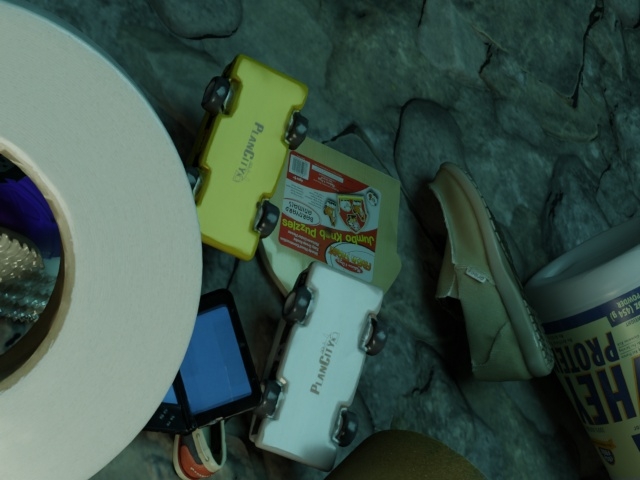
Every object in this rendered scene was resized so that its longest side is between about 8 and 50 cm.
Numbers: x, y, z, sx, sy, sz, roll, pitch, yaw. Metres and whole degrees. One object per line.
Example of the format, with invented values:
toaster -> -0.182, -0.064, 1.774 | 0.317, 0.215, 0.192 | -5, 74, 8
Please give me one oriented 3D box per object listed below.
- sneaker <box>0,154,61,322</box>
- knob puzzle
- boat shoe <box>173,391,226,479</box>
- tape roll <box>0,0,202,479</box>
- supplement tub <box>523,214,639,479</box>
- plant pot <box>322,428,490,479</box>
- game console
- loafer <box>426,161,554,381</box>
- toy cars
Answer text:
sneaker -> -0.264, -0.021, 1.441 | 0.146, 0.102, 0.293 | 66, 12, 15
knob puzzle -> 0.000, 0.000, 1.820 | 0.213, 0.030, 0.213 | 15, 65, -36
boat shoe -> -0.105, 0.147, 1.616 | 0.049, 0.043, 0.137 | 24, 53, -38
tape roll -> -0.278, 0.013, 1.255 | 0.392, 0.392, 0.072 | 52, 1, -17
supplement tub -> 0.394, 0.147, 2.035 | 0.235, 0.235, 0.324 | -34, 98, -51
plant pot -> 0.023, 0.324, 1.555 | 0.254, 0.237, 0.237 | -30, 94, -36
game console -> -0.124, 0.100, 1.578 | 0.107, 0.071, 0.122 | 13, 48, -45
loafer -> 0.163, 0.036, 1.943 | 0.102, 0.092, 0.268 | 52, 16, -60
toy cars -> -0.048, 0.025, 1.709 | 0.176, 0.087, 0.393 | -20, 89, -27
